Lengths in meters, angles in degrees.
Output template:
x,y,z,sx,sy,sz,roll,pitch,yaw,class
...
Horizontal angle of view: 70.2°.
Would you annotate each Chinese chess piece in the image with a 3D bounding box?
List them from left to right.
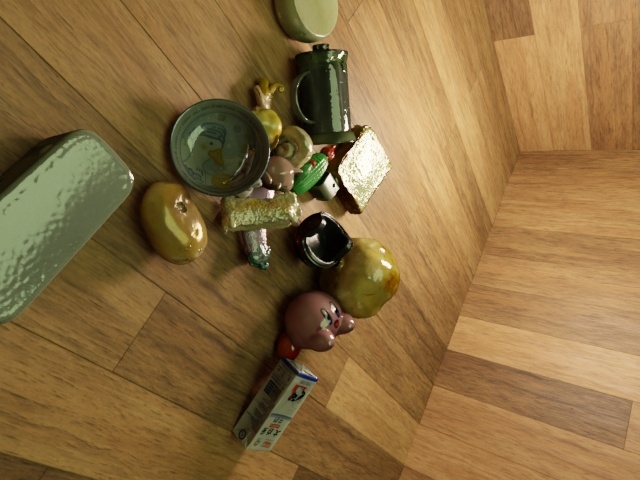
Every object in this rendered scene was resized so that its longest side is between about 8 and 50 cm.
x,y,z,sx,sy,sz,roll,pitch,yaw,class
-0.047,-0.801,1.537,0.250,0.101,0.250,-12,106,-49,Chinese chess piece

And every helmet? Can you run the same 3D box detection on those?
x,y,z,sx,sy,sz,roll,pitch,yaw,class
0.000,0.000,1.666,0.189,0.193,0.216,37,59,-29,helmet

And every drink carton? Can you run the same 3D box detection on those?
x,y,z,sx,sy,sz,roll,pitch,yaw,class
-0.157,0.572,1.586,0.130,0.106,0.315,36,88,-45,drink carton

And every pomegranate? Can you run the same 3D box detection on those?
x,y,z,sx,sy,sz,roll,pitch,yaw,class
0.145,0.142,1.806,0.332,0.332,0.333,-12,106,-49,pomegranate

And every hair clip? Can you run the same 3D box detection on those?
x,y,z,sx,sy,sz,roll,pitch,yaw,class
-0.212,-0.085,1.495,0.095,0.110,0.359,162,-69,-89,hair clip

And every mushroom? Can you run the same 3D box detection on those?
x,y,z,sx,sy,sz,roll,pitch,yaw,class
-0.101,-0.306,1.517,0.122,0.154,0.154,-33,122,-57,mushroom

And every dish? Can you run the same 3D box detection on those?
x,y,z,sx,sy,sz,roll,pitch,yaw,class
-0.288,-0.255,1.317,0.273,0.134,0.273,0,89,-11,dish

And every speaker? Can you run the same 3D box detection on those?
x,y,z,sx,sy,sz,roll,pitch,yaw,class
-0.601,-0.046,0.935,0.406,0.184,0.183,-58,135,-26,speaker

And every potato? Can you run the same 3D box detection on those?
x,y,z,sx,sy,sz,roll,pitch,yaw,class
-0.399,-0.045,1.220,0.150,0.146,0.234,-103,171,-74,potato

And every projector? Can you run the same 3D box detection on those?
x,y,z,sx,sy,sz,roll,pitch,yaw,class
0.008,-0.207,1.725,0.083,0.083,0.082,-59,136,-24,projector

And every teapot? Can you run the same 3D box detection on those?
x,y,z,sx,sy,sz,roll,pitch,yaw,class
-0.005,-0.501,1.574,0.270,0.200,0.337,-19,109,-45,teapot

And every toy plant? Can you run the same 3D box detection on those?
x,y,z,sx,sy,sz,roll,pitch,yaw,class
-0.034,-0.250,1.635,0.240,0.088,0.155,-47,174,-46,toy plant

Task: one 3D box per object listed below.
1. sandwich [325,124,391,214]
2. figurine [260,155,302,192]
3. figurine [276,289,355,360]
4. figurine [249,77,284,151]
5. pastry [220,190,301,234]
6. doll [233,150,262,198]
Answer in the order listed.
x,y,z,sx,sy,sz,roll,pitch,yaw,class
0.154,-0.295,1.878,0.301,0.099,0.271,-56,130,-23,sandwich
-0.142,-0.211,1.459,0.138,0.125,0.125,-18,111,-44,figurine
-0.038,0.297,1.682,0.269,0.261,0.211,-29,90,-43,figurine
-0.179,-0.394,1.447,0.156,0.131,0.246,24,67,-65,figurine
-0.189,-0.091,1.425,0.258,0.089,0.122,-8,84,-26,pastry
-0.224,-0.204,1.384,0.059,0.161,0.160,40,63,-48,doll
